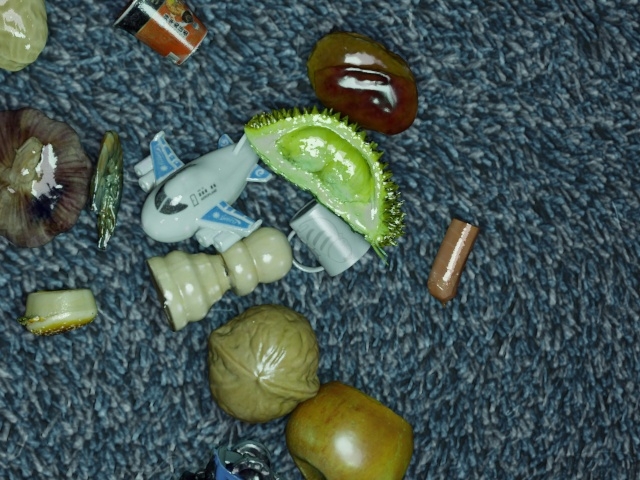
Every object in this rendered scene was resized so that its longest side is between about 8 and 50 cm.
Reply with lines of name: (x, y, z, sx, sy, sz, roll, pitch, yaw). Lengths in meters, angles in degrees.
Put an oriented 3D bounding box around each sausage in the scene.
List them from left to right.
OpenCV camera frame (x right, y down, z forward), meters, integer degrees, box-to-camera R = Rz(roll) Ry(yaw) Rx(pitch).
sausage: (0.253, 0.044, 1.851, 0.065, 0.065, 0.169, 22, 92, -12)

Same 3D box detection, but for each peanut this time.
peanut: (-0.586, -0.380, 1.630, 0.233, 0.110, 0.197, -11, 97, -11)

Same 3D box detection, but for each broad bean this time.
broad bean: (0.080, -0.288, 1.757, 0.228, 0.122, 0.156, 32, 114, -6)

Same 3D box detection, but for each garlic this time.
garlic: (-0.510, -0.108, 1.636, 0.244, 0.160, 0.245, 0, 95, -4)

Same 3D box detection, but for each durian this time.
durian: (0.022, -0.125, 1.727, 0.352, 0.158, 0.169, 40, 75, -9)

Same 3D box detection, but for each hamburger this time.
hamburger: (-0.466, 0.127, 1.691, 0.141, 0.126, 0.082, -3, 86, -15)

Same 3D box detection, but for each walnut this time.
walnut: (-0.102, 0.221, 1.718, 0.228, 0.228, 0.228, -1, 95, -10)

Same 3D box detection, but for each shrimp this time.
shrimp: (-0.381, -0.084, 1.677, 0.051, 0.150, 0.217, 6, 100, -3)

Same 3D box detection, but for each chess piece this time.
chess piece: (-0.174, 0.059, 1.743, 0.260, 0.143, 0.143, -20, 98, -15)

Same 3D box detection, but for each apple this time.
apple: (0.058, 0.371, 1.770, 0.207, 0.237, 0.237, -42, 102, -27)

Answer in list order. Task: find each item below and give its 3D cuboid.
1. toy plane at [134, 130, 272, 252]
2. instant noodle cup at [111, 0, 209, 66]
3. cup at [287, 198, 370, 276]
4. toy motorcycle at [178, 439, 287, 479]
toy plane: (-0.209, -0.096, 1.703, 0.266, 0.123, 0.267, 1, 61, -2)
instant noodle cup: (-0.276, -0.384, 1.687, 0.135, 0.127, 0.127, 40, 87, -19)
cup: (0.004, 0.000, 1.778, 0.136, 0.099, 0.133, -40, 102, -6)
toy motorcycle: (-0.102, 0.527, 1.803, 0.358, 0.125, 0.213, 35, 97, -9)
